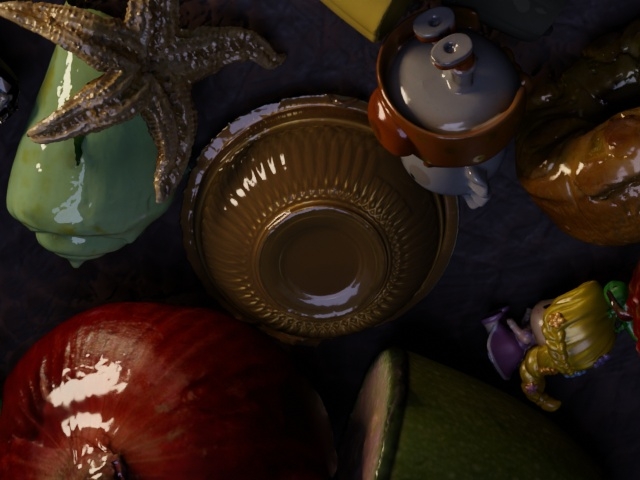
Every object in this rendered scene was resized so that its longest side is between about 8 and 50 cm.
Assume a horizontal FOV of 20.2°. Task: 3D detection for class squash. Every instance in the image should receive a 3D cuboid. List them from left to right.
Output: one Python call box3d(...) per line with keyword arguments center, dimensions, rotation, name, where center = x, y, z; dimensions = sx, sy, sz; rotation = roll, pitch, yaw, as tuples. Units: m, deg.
box3d(center=(0.165, 0.289, 1.726), dimensions=(0.309, 0.310, 0.310), rotation=(18, 117, -5), name="squash")

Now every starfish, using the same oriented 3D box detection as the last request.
box3d(center=(-0.161, -0.153, 1.617), dimensions=(0.277, 0.062, 0.235), rotation=(7, 96, -24), name="starfish")

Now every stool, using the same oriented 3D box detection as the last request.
box3d(center=(0.164, -0.230, 1.575), dimensions=(0.110, 0.096, 0.096), rotation=(26, 117, -12), name="stool")

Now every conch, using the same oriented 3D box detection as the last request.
box3d(center=(-0.203, -0.092, 1.690), dimensions=(0.143, 0.137, 0.250), rotation=(28, 99, 22), name="conch")

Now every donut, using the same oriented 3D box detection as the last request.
box3d(center=(0.274, -0.097, 1.563), dimensions=(0.227, 0.226, 0.114), rotation=(-27, 120, 19), name="donut")

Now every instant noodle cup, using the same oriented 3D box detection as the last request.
box3d(center=(0.000, 0.000, 1.691), dimensions=(0.274, 0.090, 0.274), rotation=(-1, 118, -1), name="instant noodle cup")

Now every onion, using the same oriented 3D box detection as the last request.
box3d(center=(-0.136, 0.226, 1.706), dimensions=(0.341, 0.341, 0.341), rotation=(3, 117, 6), name="onion")

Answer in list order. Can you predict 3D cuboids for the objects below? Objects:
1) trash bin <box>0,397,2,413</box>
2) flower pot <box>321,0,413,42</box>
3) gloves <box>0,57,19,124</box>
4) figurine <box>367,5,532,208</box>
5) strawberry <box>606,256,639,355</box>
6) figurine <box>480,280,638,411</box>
box3d(center=(-0.457, 0.230, 1.809), dimensions=(0.295, 0.259, 0.381), rotation=(-33, 101, 23), name="trash bin")
box3d(center=(0.027, -0.293, 1.519), dimensions=(0.179, 0.195, 0.195), rotation=(34, 116, 4), name="flower pot")
box3d(center=(-0.442, -0.111, 1.679), dimensions=(0.210, 0.135, 0.312), rotation=(27, 127, -37), name="gloves")
box3d(center=(0.123, -0.113, 1.583), dimensions=(0.143, 0.143, 0.271), rotation=(-18, 155, 15), name="figurine")
box3d(center=(0.408, 0.097, 1.610), dimensions=(0.343, 0.292, 0.292), rotation=(31, 116, -9), name="strawberry")
box3d(center=(0.245, 0.100, 1.728), dimensions=(0.156, 0.095, 0.115), rotation=(-21, 101, 21), name="figurine")
